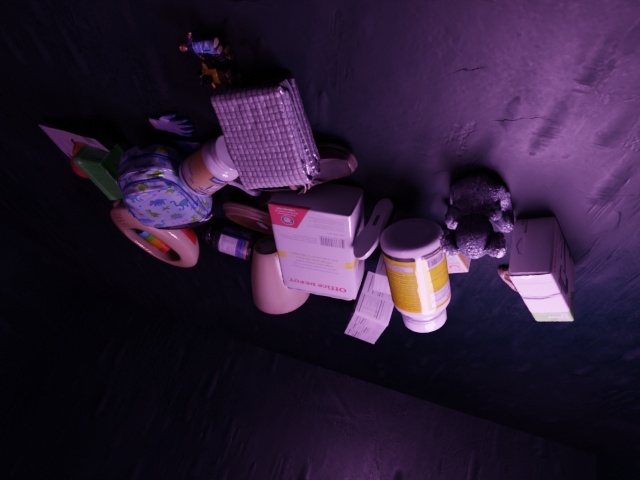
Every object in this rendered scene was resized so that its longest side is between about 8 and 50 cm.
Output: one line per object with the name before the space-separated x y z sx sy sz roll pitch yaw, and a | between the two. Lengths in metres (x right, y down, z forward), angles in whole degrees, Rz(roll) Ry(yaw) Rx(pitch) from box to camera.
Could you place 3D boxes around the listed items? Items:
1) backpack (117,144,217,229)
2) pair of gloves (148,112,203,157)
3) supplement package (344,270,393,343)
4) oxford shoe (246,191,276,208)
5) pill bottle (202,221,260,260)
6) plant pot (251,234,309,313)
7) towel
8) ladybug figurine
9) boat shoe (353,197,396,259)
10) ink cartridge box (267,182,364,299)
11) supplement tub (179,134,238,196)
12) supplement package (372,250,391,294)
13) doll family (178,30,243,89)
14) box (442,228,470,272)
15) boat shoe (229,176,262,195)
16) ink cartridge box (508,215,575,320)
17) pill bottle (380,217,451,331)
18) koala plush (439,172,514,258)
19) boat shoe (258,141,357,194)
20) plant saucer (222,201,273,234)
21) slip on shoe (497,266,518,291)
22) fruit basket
backpack | -0.550 -0.178 1.604 0.289 0.274 0.356 -4 138 2
pair of gloves | -0.464 -0.343 1.515 0.159 0.023 0.198 8 150 22
supplement package | 0.218 0.290 1.964 0.145 0.204 0.262 20 151 4
oxford shoe | -0.197 -0.153 1.627 0.076 0.076 0.212 -9 -176 -37
pill bottle | -0.375 -0.003 1.926 0.219 0.123 0.123 18 151 6
plant pot | -0.188 0.123 1.930 0.256 0.257 0.274 8 132 21
towel | -0.142 -0.285 1.234 0.234 0.121 0.284 1 125 30
ladybug figurine | -0.704 -0.049 2.010 0.304 0.162 0.449 -2 144 35
boat shoe | 0.181 -0.026 1.449 0.077 0.219 0.070 17 161 44
ink cartridge box | 0.000 0.000 1.571 0.279 0.160 0.385 10 133 16
supplement tub | -0.344 -0.239 1.474 0.199 0.144 0.144 -24 130 39
supplement package | 0.328 0.131 1.697 0.243 0.139 0.134 15 149 10
doll family | -0.282 -0.454 1.173 0.111 0.076 0.193 13 145 21
box | 0.389 0.040 1.543 0.203 0.103 0.114 -8 139 41
boat shoe | -0.270 -0.227 1.560 0.183 0.065 0.083 27 123 18
ink cartridge box | 0.662 0.089 1.359 0.114 0.199 0.273 -7 141 39
pill bottle | 0.302 0.114 1.427 0.187 0.188 0.334 2 124 29
koala plush | 0.421 -0.046 1.259 0.196 0.221 0.203 5 147 25
boat shoe | -0.054 -0.199 1.390 0.355 0.130 0.132 -2 145 35
plant saucer | -0.238 -0.074 1.719 0.277 0.041 0.278 17 169 4
slip on shoe | 0.663 0.134 1.599 0.135 0.051 0.041 29 -170 -30
fruit basket | -0.843 -0.300 1.733 0.352 0.165 0.327 22 154 31
